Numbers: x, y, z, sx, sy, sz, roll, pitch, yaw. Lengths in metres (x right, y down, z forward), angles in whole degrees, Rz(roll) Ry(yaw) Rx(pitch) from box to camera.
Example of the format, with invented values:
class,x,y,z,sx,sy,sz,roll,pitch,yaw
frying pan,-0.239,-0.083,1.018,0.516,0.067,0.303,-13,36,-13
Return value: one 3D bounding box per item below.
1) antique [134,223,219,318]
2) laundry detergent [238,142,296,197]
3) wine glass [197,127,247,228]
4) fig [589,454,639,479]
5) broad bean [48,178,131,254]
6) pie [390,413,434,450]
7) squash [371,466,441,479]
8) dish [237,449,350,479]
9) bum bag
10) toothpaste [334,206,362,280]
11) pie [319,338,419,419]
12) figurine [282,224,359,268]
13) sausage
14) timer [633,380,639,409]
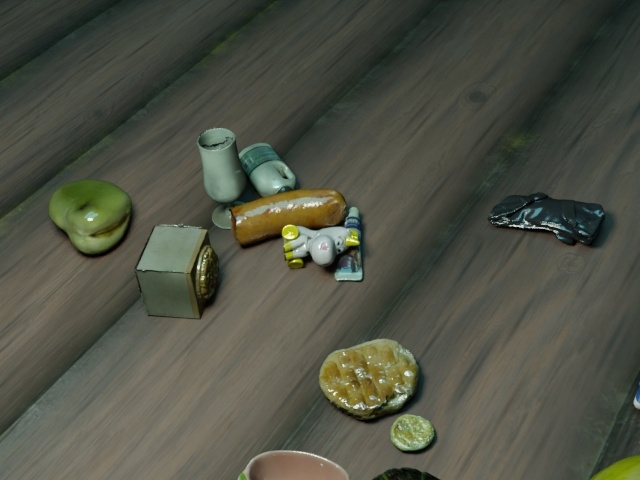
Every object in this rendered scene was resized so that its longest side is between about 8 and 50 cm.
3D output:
class,x,y,z,sx,sy,sz,roll,pitch,yaw
antique,-0.299,0.066,1.963,0.148,0.152,0.147,5,44,10
laundry detergent,-0.119,-0.154,2.240,0.099,0.070,0.226,-17,42,-20
wine glass,-0.221,-0.144,2.124,0.103,0.231,0.103,-4,41,4
fig,0.520,0.456,1.310,0.343,0.343,0.343,-4,42,4
broad bean,-0.545,-0.079,2.182,0.189,0.121,0.263,-20,41,-20
pie,0.167,0.353,1.677,0.084,0.021,0.084,-2,39,1
squash,0.144,0.458,1.458,0.193,0.156,0.193,-7,68,19
dish,-0.049,0.452,1.530,0.213,0.090,0.213,1,30,-1
bum bag,0.505,-0.058,2.055,0.248,0.060,0.123,14,47,23
toothpaste,0.070,0.007,2.063,0.062,0.037,0.216,-2,47,10
pie,0.095,0.266,1.765,0.195,0.046,0.195,-5,40,4
figurine,-0.001,0.003,2.019,0.178,0.109,0.129,0,22,27
sausage,-0.074,-0.059,2.110,0.270,0.109,0.109,-11,42,-3
timer,0.654,0.186,1.677,0.078,0.178,0.253,22,50,22
